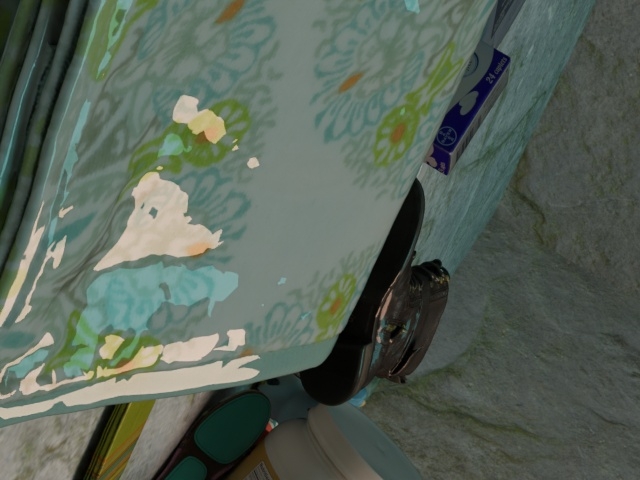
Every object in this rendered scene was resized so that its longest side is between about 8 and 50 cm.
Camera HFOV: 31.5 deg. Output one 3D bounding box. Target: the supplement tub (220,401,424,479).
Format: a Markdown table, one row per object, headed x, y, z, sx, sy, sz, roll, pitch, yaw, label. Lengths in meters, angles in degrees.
| x | y | z | sx | sy | sz | roll | pitch | yaw | label |
| --- | --- | --- | --- | --- | --- | --- | --- | --- | --- |
| -0.034 | 0.373 | 1.448 | 0.316 | 0.228 | 0.228 | -45 | 171 | 8 | supplement tub |

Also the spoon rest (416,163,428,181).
| x | y | z | sx | sy | sz | roll | pitch | yaw | label |
| --- | --- | --- | --- | --- | --- | --- | --- | --- | --- |
| 0.123 | -0.153 | 1.429 | 0.276 | 0.084 | 0.137 | -60 | 169 | 9 | spoon rest |

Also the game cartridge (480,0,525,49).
| x | y | z | sx | sy | sz | roll | pitch | yaw | label |
| --- | --- | --- | --- | --- | --- | --- | --- | --- | --- |
| 0.219 | -0.330 | 1.304 | 0.297 | 0.062 | 0.198 | -59 | 169 | -24 | game cartridge |

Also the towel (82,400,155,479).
| x | y | z | sx | sy | sz | roll | pitch | yaw | label |
| --- | --- | --- | --- | --- | --- | --- | --- | --- | --- |
| -0.182 | 0.162 | 1.097 | 0.237 | 0.021 | 0.102 | -64 | 174 | 21 | towel |

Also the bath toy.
| x | y | z | sx | sy | sz | roll | pitch | yaw | label |
| --- | --- | --- | --- | --- | --- | --- | --- | --- | --- |
| -0.082 | 0.308 | 1.664 | 0.129 | 0.151 | 0.348 | 19 | 108 | -40 | bath toy |

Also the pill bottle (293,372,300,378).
| x | y | z | sx | sy | sz | roll | pitch | yaw | label |
| --- | --- | --- | --- | --- | --- | --- | --- | --- | --- |
| 0.013 | 0.095 | 1.405 | 0.162 | 0.162 | 0.278 | -56 | 169 | -12 | pill bottle |

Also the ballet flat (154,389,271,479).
| x | y | z | sx | sy | sz | roll | pitch | yaw | label |
| --- | --- | --- | --- | --- | --- | --- | --- | --- | --- |
| -0.151 | 0.276 | 1.433 | 0.221 | 0.077 | 0.079 | -49 | -175 | -22 | ballet flat |

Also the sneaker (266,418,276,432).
| x | y | z | sx | sy | sz | roll | pitch | yaw | label |
| --- | --- | --- | --- | --- | --- | --- | --- | --- | --- |
| -0.101 | 0.338 | 1.824 | 0.075 | 0.057 | 0.161 | -42 | 158 | -40 | sneaker |

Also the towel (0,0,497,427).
| x | y | z | sx | sy | sz | roll | pitch | yaw | label |
| --- | --- | --- | --- | --- | --- | --- | --- | --- | --- |
| -0.051 | -0.052 | 0.652 | 0.374 | 0.090 | 0.320 | -5 | 128 | -54 | towel |

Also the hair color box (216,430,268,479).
| x | y | z | sx | sy | sz | roll | pitch | yaw | label |
| --- | --- | --- | --- | --- | --- | --- | --- | --- | --- |
| -0.134 | 0.304 | 1.548 | 0.141 | 0.072 | 0.043 | -64 | 169 | 25 | hair color box |

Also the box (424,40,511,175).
| x | y | z | sx | sy | sz | roll | pitch | yaw | label |
| --- | --- | --- | --- | --- | --- | --- | --- | --- | --- |
| 0.111 | -0.162 | 1.203 | 0.126 | 0.137 | 0.072 | -57 | 168 | -10 | box |

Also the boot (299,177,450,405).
| x | y | z | sx | sy | sz | roll | pitch | yaw | label |
| --- | --- | --- | --- | --- | --- | --- | --- | --- | --- |
| 0.075 | 0.044 | 1.168 | 0.229 | 0.091 | 0.263 | -12 | 124 | -61 | boot |
